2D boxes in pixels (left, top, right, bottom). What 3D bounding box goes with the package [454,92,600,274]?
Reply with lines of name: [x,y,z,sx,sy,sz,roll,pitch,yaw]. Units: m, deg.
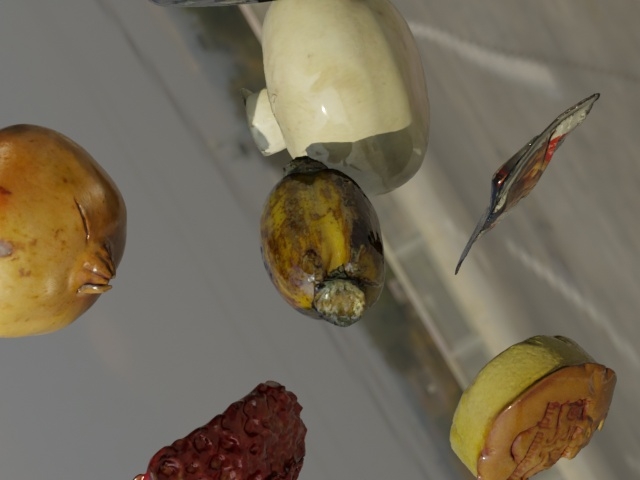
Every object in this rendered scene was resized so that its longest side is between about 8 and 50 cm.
package: [0.202,-0.059,2.016,0.030,0.154,0.239,43,158,7]

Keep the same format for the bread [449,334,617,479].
bread: [0.184,0.146,1.732,0.086,0.156,0.125,47,164,38]

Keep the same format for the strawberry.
strawberry: [-0.093,0.237,1.864,0.111,0.190,0.236,48,-148,11]

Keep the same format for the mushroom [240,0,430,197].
mushroom: [0.012,-0.155,2.095,0.246,0.202,0.246,50,-152,-39]

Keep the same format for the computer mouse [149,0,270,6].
computer mouse: [-0.065,-0.269,1.739,0.269,0.170,0.100,172,90,-74]

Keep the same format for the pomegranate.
pomegranate: [-0.285,-0.005,1.885,0.209,0.209,0.209,60,-178,-3]

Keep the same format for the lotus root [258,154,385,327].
lotus root: [0.000,0.000,1.913,0.120,0.120,0.209,58,-167,-46]
